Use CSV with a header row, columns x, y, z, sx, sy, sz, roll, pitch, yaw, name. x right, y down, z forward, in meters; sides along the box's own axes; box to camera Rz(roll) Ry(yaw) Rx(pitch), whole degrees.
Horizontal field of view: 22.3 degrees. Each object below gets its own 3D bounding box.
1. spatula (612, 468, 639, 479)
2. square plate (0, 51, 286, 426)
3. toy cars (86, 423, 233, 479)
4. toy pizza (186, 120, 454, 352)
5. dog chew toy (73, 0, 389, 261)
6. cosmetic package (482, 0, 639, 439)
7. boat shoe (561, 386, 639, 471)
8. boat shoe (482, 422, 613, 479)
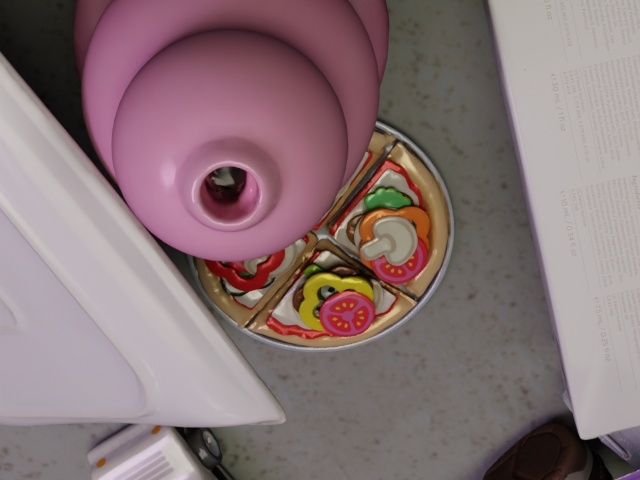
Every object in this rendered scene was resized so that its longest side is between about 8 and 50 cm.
x,y,z,sx,sy,sz,roll,pitch,yaw,name
0.253,0.257,1.290,0.084,0.030,0.296,-23,136,4,spatula
-0.231,0.012,1.070,0.344,0.049,0.347,-8,126,48,square plate
-0.112,0.322,1.325,0.177,0.087,0.393,4,116,-5,toy cars
0.000,0.000,1.202,0.201,0.032,0.201,-1,116,-2,toy pizza
-0.055,-0.096,0.984,0.207,0.332,0.206,-1,117,-2,dog chew toy
0.276,-0.075,1.115,0.285,0.097,0.377,-12,107,5,cosmetic package
0.280,0.172,1.283,0.081,0.079,0.227,-39,107,24,boat shoe
0.132,0.261,1.306,0.257,0.095,0.095,-40,121,17,boat shoe
